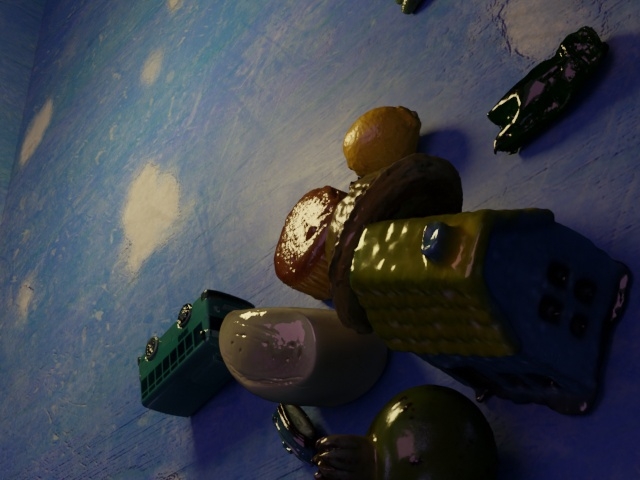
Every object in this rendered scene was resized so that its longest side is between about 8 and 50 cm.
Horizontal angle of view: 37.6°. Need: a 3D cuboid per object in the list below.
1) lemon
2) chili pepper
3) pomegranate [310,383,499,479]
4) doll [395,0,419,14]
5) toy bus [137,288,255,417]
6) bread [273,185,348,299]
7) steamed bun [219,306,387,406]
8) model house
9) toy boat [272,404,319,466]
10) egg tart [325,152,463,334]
[{"bbox_3d":[0.106,-0.169,1.607,0.155,0.114,0.114,-35,43,26],"label":"lemon"},{"bbox_3d":[0.327,-0.218,1.384,0.224,0.061,0.098,-44,46,25],"label":"chili pepper"},{"bbox_3d":[0.111,0.280,1.199,0.202,0.248,0.202,-176,90,-78],"label":"pomegranate"},{"bbox_3d":[0.184,-0.497,1.755,0.150,0.077,0.115,-59,22,29],"label":"doll"},{"bbox_3d":[-0.235,0.221,1.807,0.256,0.128,0.147,-43,41,32],"label":"toy bus"},{"bbox_3d":[0.000,0.000,1.648,0.199,0.104,0.199,-35,42,39],"label":"bread"},{"bbox_3d":[-0.036,0.185,1.493,0.250,0.200,0.155,-8,76,45],"label":"steamed bun"},{"bbox_3d":[0.199,0.058,1.180,0.237,0.303,0.215,-5,59,53],"label":"model house"},{"bbox_3d":[-0.039,0.319,1.541,0.137,0.060,0.061,40,127,55],"label":"toy boat"},{"bbox_3d":[0.091,-0.004,1.360,0.115,0.290,0.290,29,93,32],"label":"egg tart"}]
